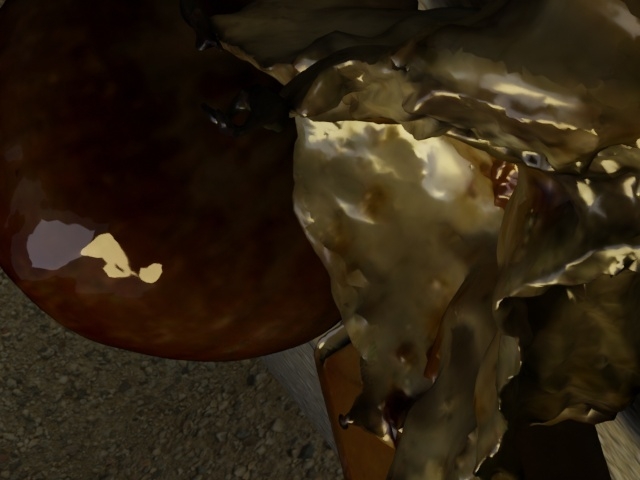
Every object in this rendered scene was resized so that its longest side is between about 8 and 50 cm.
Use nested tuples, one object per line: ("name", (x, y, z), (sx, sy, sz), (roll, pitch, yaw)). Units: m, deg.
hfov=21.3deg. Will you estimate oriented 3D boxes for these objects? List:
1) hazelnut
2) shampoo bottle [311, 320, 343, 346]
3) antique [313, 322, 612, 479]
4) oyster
("hazelnut", (-0.070, -0.047, 0.844), (0.234, 0.218, 0.218), (55, 173, -8))
("shampoo bottle", (0.000, 0.000, 1.088), (0.303, 0.092, 0.092), (50, 172, 36))
("antique", (0.089, 0.173, 0.774), (0.093, 0.087, 0.310), (-36, 63, 47))
("oyster", (0.038, -0.025, 0.516), (0.198, 0.133, 0.337), (55, 171, 5))
